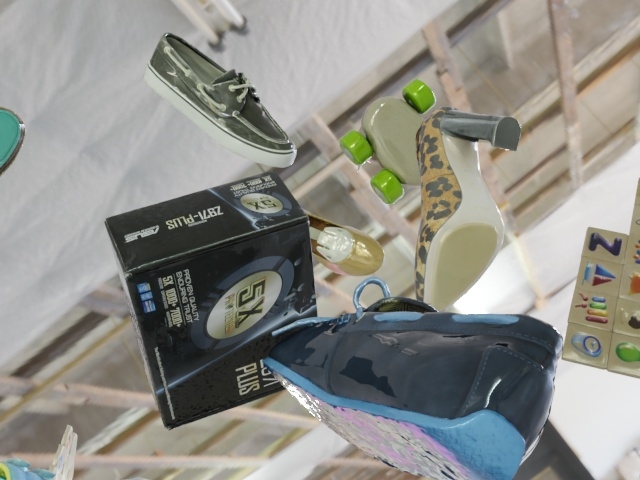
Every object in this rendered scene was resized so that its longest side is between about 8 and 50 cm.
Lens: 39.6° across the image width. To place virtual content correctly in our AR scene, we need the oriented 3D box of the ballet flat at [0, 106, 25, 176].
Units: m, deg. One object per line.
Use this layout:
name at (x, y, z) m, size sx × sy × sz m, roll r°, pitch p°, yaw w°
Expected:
ballet flat at (-0.366, -0.047, 0.845) m, size 0.206 × 0.073 × 0.067 m, roll -46°, pitch 6°, yaw -17°

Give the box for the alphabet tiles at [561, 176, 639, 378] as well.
alphabet tiles at (0.344, 0.037, 0.832) m, size 0.009 × 0.198 × 0.237 m, roll 83°, pitch -156°, yaw -50°

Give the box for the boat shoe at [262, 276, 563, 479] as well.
boat shoe at (0.053, 0.080, 0.515) m, size 0.089 × 0.109 × 0.258 m, roll -52°, pitch 23°, yaw -17°

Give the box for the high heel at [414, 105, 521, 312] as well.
high heel at (0.143, -0.036, 1.092) m, size 0.093 × 0.186 × 0.261 m, roll 19°, pitch -88°, yaw -25°

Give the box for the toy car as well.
toy car at (0.112, -0.146, 1.398) m, size 0.155 × 0.149 × 0.188 m, roll -39°, pitch 5°, yaw -8°

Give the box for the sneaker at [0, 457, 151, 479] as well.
sneaker at (-0.288, 0.296, 0.972) m, size 0.127 × 0.208 × 0.319 m, roll -63°, pitch 10°, yaw -10°

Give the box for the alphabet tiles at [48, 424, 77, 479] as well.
alphabet tiles at (-0.525, 0.515, 1.735) m, size 0.284 × 0.021 × 0.278 m, roll -86°, pitch 9°, yaw -61°

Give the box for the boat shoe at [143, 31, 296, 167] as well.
boat shoe at (-0.116, -0.169, 1.071) m, size 0.070 × 0.219 × 0.078 m, roll -59°, pitch -7°, yaw 31°

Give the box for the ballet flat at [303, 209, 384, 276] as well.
ballet flat at (0.000, 0.000, 1.451) m, size 0.073 × 0.232 × 0.080 m, roll 23°, pitch -91°, yaw -49°

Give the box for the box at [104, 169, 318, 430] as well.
box at (-0.083, 0.052, 0.740) m, size 0.147 × 0.077 × 0.180 m, roll -17°, pitch -51°, yaw -16°
